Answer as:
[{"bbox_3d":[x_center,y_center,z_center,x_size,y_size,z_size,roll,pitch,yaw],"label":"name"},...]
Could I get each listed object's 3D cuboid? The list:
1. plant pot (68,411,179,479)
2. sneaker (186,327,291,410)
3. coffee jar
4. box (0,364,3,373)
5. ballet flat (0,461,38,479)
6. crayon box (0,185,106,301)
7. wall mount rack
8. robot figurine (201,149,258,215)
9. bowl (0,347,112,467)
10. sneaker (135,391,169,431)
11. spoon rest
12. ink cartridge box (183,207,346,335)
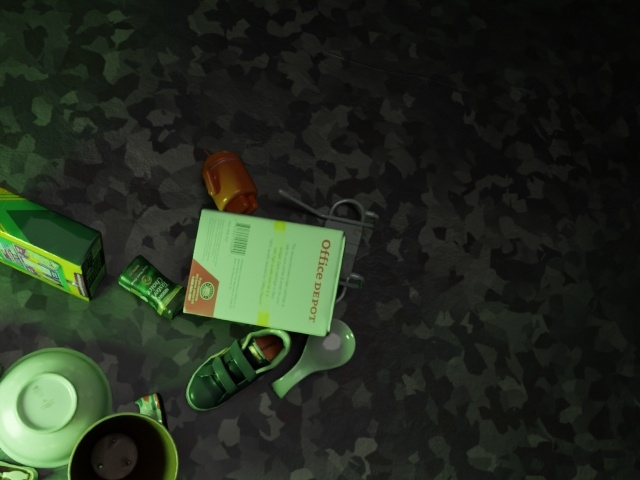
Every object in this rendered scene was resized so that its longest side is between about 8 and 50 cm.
[{"bbox_3d":[-0.475,0.524,1.640,0.237,0.254,0.237,5,77,-21],"label":"plant pot"},{"bbox_3d":[-0.216,0.331,1.850,0.321,0.127,0.126,-36,86,-21],"label":"sneaker"},{"bbox_3d":[-0.446,0.129,1.875,0.184,0.079,0.096,37,67,-2],"label":"coffee jar"},{"bbox_3d":[-0.858,0.307,1.683,0.137,0.126,0.072,23,67,-8],"label":"box"},{"bbox_3d":[-0.767,0.558,1.667,0.168,0.052,0.057,6,72,-13],"label":"ballet flat"},{"bbox_3d":[-0.694,0.005,1.695,0.313,0.363,0.106,27,68,-6],"label":"crayon box"},{"bbox_3d":[0.000,0.000,2.013,0.304,0.130,0.350,12,68,8],"label":"wall mount rack"},{"bbox_3d":[-0.262,-0.166,1.985,0.158,0.128,0.219,-22,71,-23],"label":"robot figurine"},{"bbox_3d":[-0.664,0.402,1.702,0.297,0.134,0.298,5,72,-14],"label":"bowl"},{"bbox_3d":[-0.437,0.478,1.788,0.075,0.057,0.161,-12,77,-1],"label":"sneaker"},{"bbox_3d":[-0.016,0.327,1.926,0.276,0.084,0.137,-39,86,-21],"label":"spoon rest"},{"bbox_3d":[-0.138,0.089,1.848,0.384,0.160,0.279,10,84,5],"label":"ink cartridge box"}]
